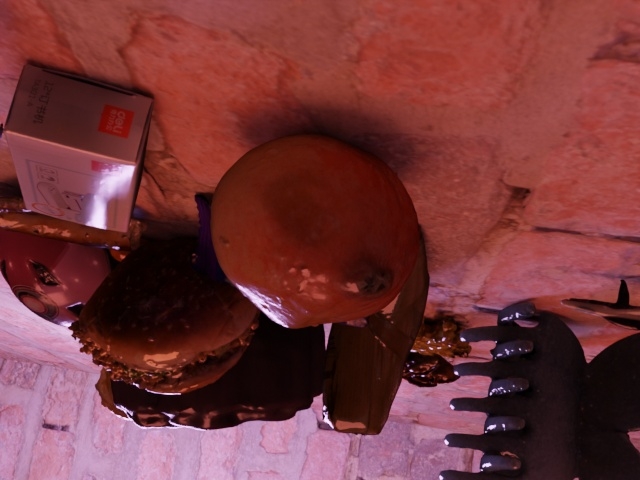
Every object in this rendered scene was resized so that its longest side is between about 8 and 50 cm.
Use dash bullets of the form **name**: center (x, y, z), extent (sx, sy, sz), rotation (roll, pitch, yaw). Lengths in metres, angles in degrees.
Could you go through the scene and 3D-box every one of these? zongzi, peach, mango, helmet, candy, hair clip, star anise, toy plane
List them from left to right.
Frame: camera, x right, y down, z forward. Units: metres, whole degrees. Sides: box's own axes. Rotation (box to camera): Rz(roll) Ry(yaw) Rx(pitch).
- **helmet**: center (-0.434, 0.061, 1.367), extent (0.198, 0.154, 0.253), rotation (0, 165, 30)
- **mango**: center (-0.294, 0.015, 1.317), extent (0.089, 0.046, 0.060), rotation (9, 170, -44)
- **candy**: center (-0.058, 0.029, 1.086), extent (0.275, 0.070, 0.145), rotation (19, 138, 16)
- **peach**: center (0.000, 0.000, 0.829), extent (0.232, 0.233, 0.232), rotation (9, 162, 3)
- **zongzi**: center (0.081, 0.138, 1.143), extent (0.122, 0.260, 0.289), rotation (15, 164, -4)
- **star anise**: center (0.162, 0.269, 1.779), extent (0.288, 0.088, 0.288), rotation (9, 166, 2)
- **hair clip**: center (0.356, 0.278, 1.347), extent (0.238, 0.319, 0.392), rotation (21, 161, -24)
- **toy plane**: center (0.457, 0.090, 1.091), extent (0.261, 0.088, 0.192), rotation (17, 158, 13)

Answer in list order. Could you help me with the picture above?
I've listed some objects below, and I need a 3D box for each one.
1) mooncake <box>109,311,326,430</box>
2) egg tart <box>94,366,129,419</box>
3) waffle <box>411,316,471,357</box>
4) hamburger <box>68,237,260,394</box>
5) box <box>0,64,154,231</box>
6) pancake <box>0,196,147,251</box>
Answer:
- **mooncake**: center (-0.173, 0.213, 1.433), extent (0.380, 0.212, 0.350), rotation (0, 175, -18)
- **egg tart**: center (-0.344, 0.237, 1.733), extent (0.318, 0.319, 0.128), rotation (-2, 126, 33)
- **waffle**: center (0.163, 0.174, 1.551), extent (0.231, 0.051, 0.228), rotation (2, 163, 26)
- **hamburger**: center (-0.221, 0.102, 1.219), extent (0.285, 0.243, 0.146), rotation (-19, 136, -4)
- **box**: center (-0.265, -0.091, 0.910), extent (0.134, 0.079, 0.269), rotation (13, 162, -12)
- **pancake**: center (-0.378, -0.030, 1.141), extent (0.265, 0.057, 0.244), rotation (8, 175, -6)
